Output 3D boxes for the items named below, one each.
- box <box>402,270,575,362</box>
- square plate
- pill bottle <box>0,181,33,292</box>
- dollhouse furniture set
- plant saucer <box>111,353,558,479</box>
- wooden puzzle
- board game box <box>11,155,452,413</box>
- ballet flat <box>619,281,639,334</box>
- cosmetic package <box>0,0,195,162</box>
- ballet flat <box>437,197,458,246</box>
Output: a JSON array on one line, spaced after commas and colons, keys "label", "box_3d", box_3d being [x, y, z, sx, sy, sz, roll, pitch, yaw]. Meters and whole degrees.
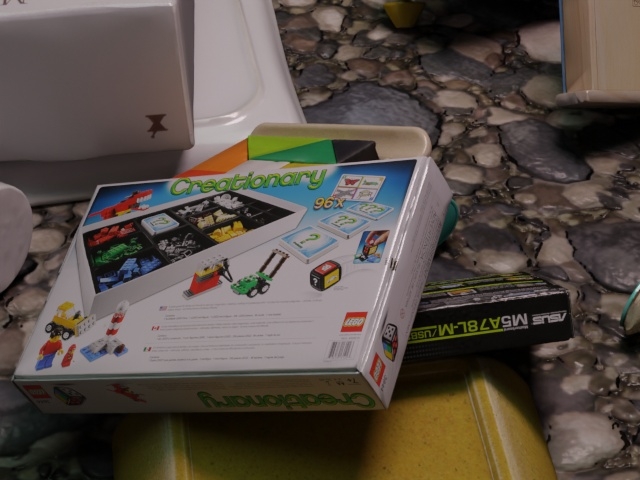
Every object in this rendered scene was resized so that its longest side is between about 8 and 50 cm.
[{"label": "box", "box_3d": [0.086, 0.061, 1.461, 0.190, 0.045, 0.184, -7, 2, -5]}, {"label": "square plate", "box_3d": [-0.200, -0.161, 1.840, 0.347, 0.049, 0.344, -8, 38, -6]}, {"label": "pill bottle", "box_3d": [-0.367, -0.026, 1.619, 0.221, 0.121, 0.121, 17, 42, 25]}, {"label": "dollhouse furniture set", "box_3d": [0.249, -0.222, 1.871, 0.286, 0.198, 0.303, -2, 0, -33]}, {"label": "plant saucer", "box_3d": [0.018, 0.196, 1.334, 0.332, 0.081, 0.333, -6, 38, -4]}, {"label": "wooden puzzle", "box_3d": [-0.057, -0.042, 1.577, 0.221, 0.044, 0.238, 5, 33, 44]}, {"label": "board game box", "box_3d": [-0.067, 0.035, 1.391, 0.305, 0.053, 0.193, -3, 50, 31]}, {"label": "ballet flat", "box_3d": [0.302, 0.027, 1.550, 0.052, 0.057, 0.168, 25, 45, 18]}, {"label": "cosmetic package", "box_3d": [-0.240, -0.268, 1.812, 0.230, 0.161, 0.453, -4, 38, -1]}, {"label": "ballet flat", "box_3d": [0.000, 0.000, 1.591, 0.247, 0.083, 0.087, -25, 31, -27]}]
